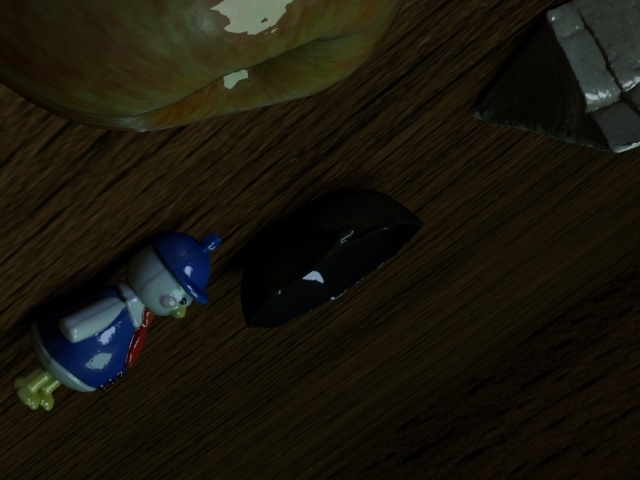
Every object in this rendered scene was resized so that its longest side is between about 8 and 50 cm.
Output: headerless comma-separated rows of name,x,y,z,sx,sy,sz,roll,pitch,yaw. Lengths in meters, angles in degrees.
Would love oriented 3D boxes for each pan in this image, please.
pan,0.013,-0.007,1.241,0.128,0.048,0.202,-28,170,-30

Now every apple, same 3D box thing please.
apple,-0.040,-0.094,0.488,0.146,0.131,0.146,-29,174,-4

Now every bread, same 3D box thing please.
bread,0.167,-0.083,1.210,0.077,0.105,0.152,-22,165,-20

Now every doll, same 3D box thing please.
doll,-0.113,0.042,1.090,0.143,0.057,0.099,-39,168,3
